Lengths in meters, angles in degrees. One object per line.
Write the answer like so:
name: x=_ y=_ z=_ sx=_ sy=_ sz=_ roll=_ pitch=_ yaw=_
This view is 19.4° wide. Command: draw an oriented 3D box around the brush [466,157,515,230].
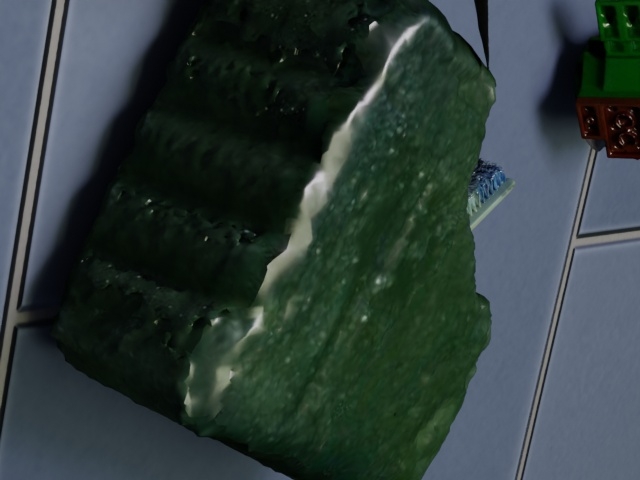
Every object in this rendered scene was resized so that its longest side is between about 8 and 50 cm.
brush: x=0.091 y=-0.003 z=1.465 sx=0.178 sy=0.033 sz=0.030 roll=-44 pitch=131 yaw=-31

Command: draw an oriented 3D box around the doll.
doll: x=0.272 y=-0.143 z=1.570 sx=0.186 sy=0.106 sz=0.134 roll=-27 pitch=115 yaw=-64

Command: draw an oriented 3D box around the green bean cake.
green bean cake: x=0.000 y=0.000 z=1.235 sx=0.308 sy=0.169 sz=0.300 roll=35 pitch=80 yaw=-54

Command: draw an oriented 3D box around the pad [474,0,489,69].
pad: x=0.080 y=-0.255 z=1.174 sx=0.159 sy=0.009 sz=0.265 roll=81 pitch=0 yaw=-58
